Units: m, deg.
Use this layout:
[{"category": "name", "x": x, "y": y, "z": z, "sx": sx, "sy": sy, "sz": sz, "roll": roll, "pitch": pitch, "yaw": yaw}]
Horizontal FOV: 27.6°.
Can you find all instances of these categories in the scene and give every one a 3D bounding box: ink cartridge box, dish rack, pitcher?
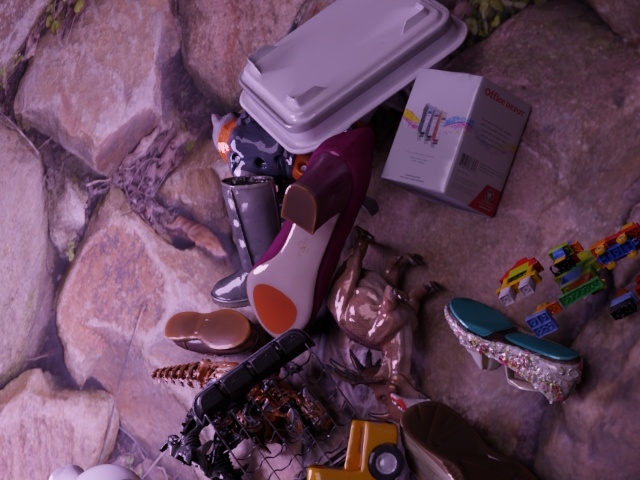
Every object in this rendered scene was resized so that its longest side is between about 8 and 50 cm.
[{"category": "ink cartridge box", "x": 0.196, "y": -0.143, "z": 1.874, "sx": 0.127, "sy": 0.128, "sz": 0.176, "roll": 18, "pitch": 86, "yaw": 45}, {"category": "dish rack", "x": -0.038, "y": 0.280, "z": 1.893, "sx": 0.208, "sy": 0.074, "sz": 0.271, "roll": -35, "pitch": 78, "yaw": -7}, {"category": "pitcher", "x": -0.372, "y": 0.466, "z": 2.201, "sx": 0.207, "sy": 0.125, "sz": 0.178, "roll": -12, "pitch": 87, "yaw": 51}, {"category": "dish rack", "x": 0.033, "y": -0.292, "z": 2.005, "sx": 0.333, "sy": 0.072, "sz": 0.285, "roll": -36, "pitch": 35, "yaw": -6}]

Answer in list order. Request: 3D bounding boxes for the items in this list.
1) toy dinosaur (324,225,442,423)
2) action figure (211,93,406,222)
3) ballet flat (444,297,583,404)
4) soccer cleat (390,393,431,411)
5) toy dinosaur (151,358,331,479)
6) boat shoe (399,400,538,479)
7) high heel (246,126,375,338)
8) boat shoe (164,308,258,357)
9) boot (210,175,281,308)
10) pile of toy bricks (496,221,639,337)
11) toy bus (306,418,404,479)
[{"category": "toy dinosaur", "x": 0.068, "y": 0.112, "z": 1.911, "sx": 0.200, "sy": 0.127, "sz": 0.296, "roll": -56, "pitch": 40, "yaw": 22}, {"category": "action figure", "x": -0.034, "y": -0.190, "z": 2.081, "sx": 0.330, "sy": 0.178, "sz": 0.341, "roll": 3, "pitch": 80, "yaw": 33}, {"category": "ballet flat", "x": 0.249, "y": 0.151, "z": 1.753, "sx": 0.241, "sy": 0.091, "sz": 0.077, "roll": 29, "pitch": 120, "yaw": 49}, {"category": "soccer cleat", "x": 0.137, "y": 0.233, "z": 1.834, "sx": 0.036, "sy": 0.083, "sz": 0.029, "roll": -57, "pitch": 4, "yaw": -4}, {"category": "toy dinosaur", "x": -0.132, "y": 0.268, "z": 2.040, "sx": 0.322, "sy": 0.164, "sz": 0.218, "roll": 8, "pitch": 67, "yaw": 54}, {"category": "boat shoe", "x": 0.207, "y": 0.336, "z": 1.718, "sx": 0.302, "sy": 0.109, "sz": 0.098, "roll": 43, "pitch": 144, "yaw": 43}, {"category": "high heel", "x": 0.000, "y": 0.000, "z": 1.963, "sx": 0.127, "sy": 0.181, "sz": 0.377, "roll": 37, "pitch": 141, "yaw": 12}, {"category": "boat shoe", "x": -0.167, "y": 0.156, "z": 2.145, "sx": 0.207, "sy": 0.073, "sz": 0.073, "roll": 4, "pitch": 62, "yaw": 48}, {"category": "boot", "x": -0.125, "y": 0.001, "z": 2.084, "sx": 0.189, "sy": 0.209, "sz": 0.076, "roll": -7, "pitch": 26, "yaw": 32}, {"category": "pile of toy bricks", "x": 0.345, "y": 0.039, "z": 1.697, "sx": 0.212, "sy": 0.118, "sz": 0.105, "roll": -29, "pitch": 19, "yaw": 30}, {"category": "toy bus", "x": 0.039, "y": 0.411, "z": 1.779, "sx": 0.130, "sy": 0.108, "sz": 0.333, "roll": 4, "pitch": 84, "yaw": 1}]
